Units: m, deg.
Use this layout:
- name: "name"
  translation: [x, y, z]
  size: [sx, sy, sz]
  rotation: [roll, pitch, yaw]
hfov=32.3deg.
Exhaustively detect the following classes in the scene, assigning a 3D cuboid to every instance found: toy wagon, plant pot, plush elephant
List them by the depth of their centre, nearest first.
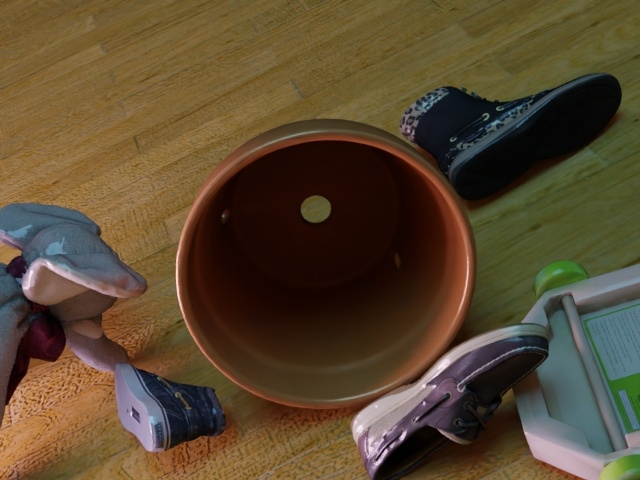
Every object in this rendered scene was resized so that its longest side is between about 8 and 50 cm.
- name: "toy wagon"
  translation: [0.343, 0.098, 0.988]
  size: [0.344, 0.068, 0.267]
  rotation: [-17, 39, 9]
- name: "plant pot"
  translation: [0.000, 0.000, 1.147]
  size: [0.291, 0.291, 0.203]
  rotation: [-22, 21, 4]
- name: "plush elephant"
  translation: [-0.326, 0.083, 1.234]
  size: [0.255, 0.330, 0.272]
  rotation: [-13, 28, -14]

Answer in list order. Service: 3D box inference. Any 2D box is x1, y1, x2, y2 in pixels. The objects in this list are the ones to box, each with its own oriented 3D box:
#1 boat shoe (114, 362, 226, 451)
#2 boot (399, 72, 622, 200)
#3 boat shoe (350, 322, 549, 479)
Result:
- name: "boat shoe"
  translation: [-0.165, 0.176, 1.188]
  size: [0.083, 0.065, 0.183]
  rotation: [-5, 15, -23]
- name: "boot"
  translation: [0.224, -0.156, 1.342]
  size: [0.236, 0.085, 0.178]
  rotation: [-31, 36, -7]
- name: "boat shoe"
  translation: [0.122, 0.153, 1.006]
  size: [0.223, 0.080, 0.073]
  rotation: [-36, 51, 29]
